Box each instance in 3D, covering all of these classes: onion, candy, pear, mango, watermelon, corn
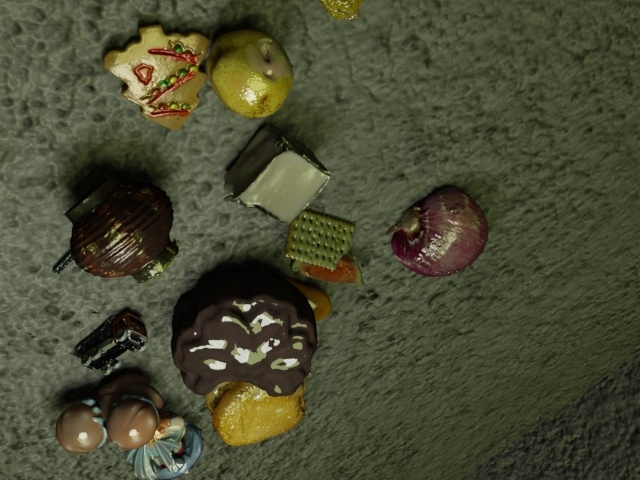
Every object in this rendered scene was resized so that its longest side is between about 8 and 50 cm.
[{"bbox_3d":[0.378,0.016,1.986,0.349,0.159,0.267,21,119,-37],"label":"onion"},{"bbox_3d":[-0.102,-0.148,1.613,0.185,0.137,0.195,27,112,-40],"label":"candy"},{"bbox_3d":[-0.142,-0.334,1.411,0.178,0.178,0.178,-14,133,-15],"label":"pear"},{"bbox_3d":[-0.049,0.164,1.954,0.184,0.085,0.102,29,110,-35],"label":"mango"},{"bbox_3d":[0.016,0.062,1.870,0.245,0.119,0.063,16,131,-39],"label":"watermelon"},{"bbox_3d":[0.009,-0.530,1.365,0.097,0.097,0.261,-36,132,6],"label":"corn"}]

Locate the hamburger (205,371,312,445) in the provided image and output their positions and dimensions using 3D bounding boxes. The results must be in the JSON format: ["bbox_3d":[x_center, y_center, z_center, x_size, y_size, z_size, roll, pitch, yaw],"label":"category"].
[{"bbox_3d":[-0.177,0.459,2.086,0.314,0.170,0.289,-16,137,-15],"label":"hamburger"}]

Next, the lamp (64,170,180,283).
[{"bbox_3d":[-0.413,-0.019,1.506,0.247,0.247,0.247,-14,133,-15],"label":"lamp"}]

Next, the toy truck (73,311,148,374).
[{"bbox_3d":[-0.527,0.260,1.795,0.192,0.092,0.083,-34,135,15],"label":"toy truck"}]

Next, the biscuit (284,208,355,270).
[{"bbox_3d":[-0.001,0.000,1.818,0.203,0.016,0.144,18,75,-34],"label":"biscuit"}]

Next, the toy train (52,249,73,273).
[{"bbox_3d":[-0.580,0.044,1.626,0.083,0.017,0.017,-43,136,14],"label":"toy train"}]

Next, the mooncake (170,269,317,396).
[{"bbox_3d":[-0.192,0.248,1.828,0.381,0.212,0.350,-3,122,-8],"label":"mooncake"}]

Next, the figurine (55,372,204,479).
[{"bbox_3d":[-0.502,0.518,1.942,0.277,0.248,0.388,-11,135,15],"label":"figurine"}]

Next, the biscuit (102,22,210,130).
[{"bbox_3d":[-0.313,-0.320,1.425,0.212,0.041,0.238,-19,133,-13],"label":"biscuit"}]
